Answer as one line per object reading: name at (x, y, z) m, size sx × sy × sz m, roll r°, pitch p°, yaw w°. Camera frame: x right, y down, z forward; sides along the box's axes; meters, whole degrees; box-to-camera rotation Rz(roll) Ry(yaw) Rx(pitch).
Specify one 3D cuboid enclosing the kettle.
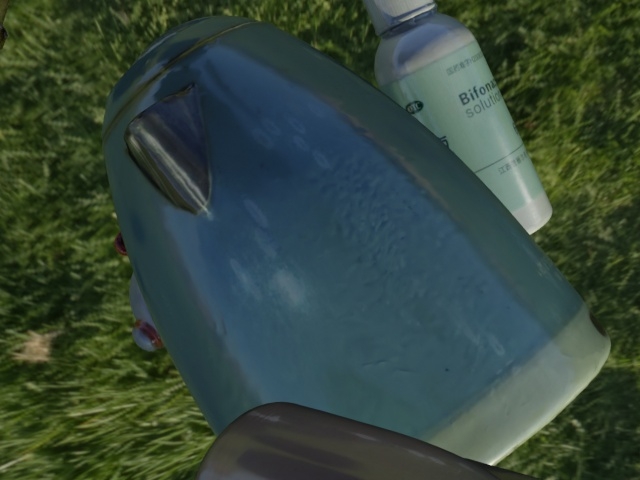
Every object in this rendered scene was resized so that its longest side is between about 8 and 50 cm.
kettle at (0.000, 0.000, 0.745) m, size 0.247 × 0.319 × 0.342 m, roll -38°, pitch 84°, yaw 16°

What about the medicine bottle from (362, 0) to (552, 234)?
medicine bottle at (0.117, -0.160, 1.083) m, size 0.110 × 0.110 × 0.351 m, roll -27°, pitch 99°, yaw -6°

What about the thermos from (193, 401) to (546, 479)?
thermos at (0.053, 0.134, 0.475) m, size 0.137 × 0.193 × 0.105 m, roll -13°, pitch 103°, yaw -46°

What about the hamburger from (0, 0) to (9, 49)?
hamburger at (-0.297, -0.263, 0.820) m, size 0.149 × 0.237 × 0.237 m, roll 12°, pitch 80°, yaw -20°

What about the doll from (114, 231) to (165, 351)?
doll at (-0.075, 0.071, 0.889) m, size 0.245 × 0.076 × 0.142 m, roll 36°, pitch 70°, yaw 5°
